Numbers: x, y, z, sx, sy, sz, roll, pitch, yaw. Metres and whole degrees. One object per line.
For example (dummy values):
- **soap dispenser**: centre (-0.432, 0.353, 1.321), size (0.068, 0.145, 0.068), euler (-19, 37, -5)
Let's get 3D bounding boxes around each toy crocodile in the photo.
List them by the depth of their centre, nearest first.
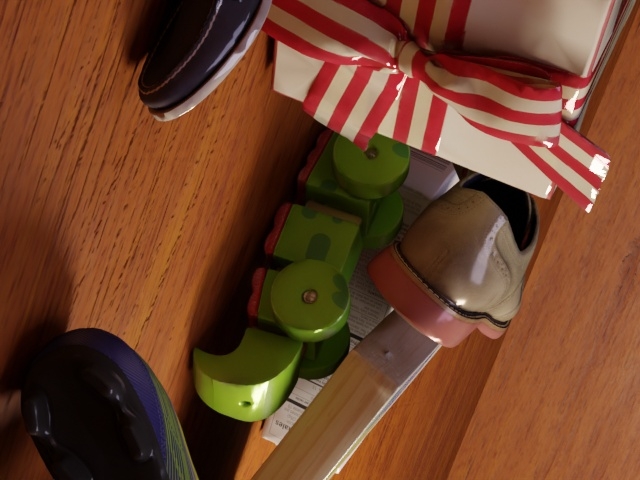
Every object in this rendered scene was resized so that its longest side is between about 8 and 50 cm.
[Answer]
- **toy crocodile**: centre (0.000, 0.000, 1.463), size (0.115, 0.105, 0.341), euler (88, 24, -66)

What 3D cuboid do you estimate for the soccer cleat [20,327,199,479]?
- **soccer cleat**: centre (-0.091, 0.184, 1.070), size (0.093, 0.289, 0.121), euler (-24, -174, 9)

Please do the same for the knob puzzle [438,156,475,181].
- **knob puzzle**: centre (0.098, -0.142, 1.500), size (0.213, 0.030, 0.213), euler (162, -90, -84)

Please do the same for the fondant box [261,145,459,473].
- **fondant box**: centre (0.063, 0.037, 1.775), size (0.238, 0.096, 0.330), euler (-45, 157, -58)

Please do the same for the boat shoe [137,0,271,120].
- **boat shoe**: centre (-0.058, -0.168, 1.015), size (0.065, 0.075, 0.206), euler (35, 83, -34)

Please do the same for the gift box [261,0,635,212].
- **gift box**: centre (0.116, -0.183, 1.223), size (0.276, 0.255, 0.258), euler (90, 24, -53)

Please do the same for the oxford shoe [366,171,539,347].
- **oxford shoe**: centre (0.146, 0.004, 1.489), size (0.130, 0.123, 0.348), euler (-47, 176, 13)

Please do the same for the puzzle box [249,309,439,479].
- **puzzle box**: centre (-0.023, 0.213, 1.576), size (0.409, 0.052, 0.272), euler (-53, 173, 23)
